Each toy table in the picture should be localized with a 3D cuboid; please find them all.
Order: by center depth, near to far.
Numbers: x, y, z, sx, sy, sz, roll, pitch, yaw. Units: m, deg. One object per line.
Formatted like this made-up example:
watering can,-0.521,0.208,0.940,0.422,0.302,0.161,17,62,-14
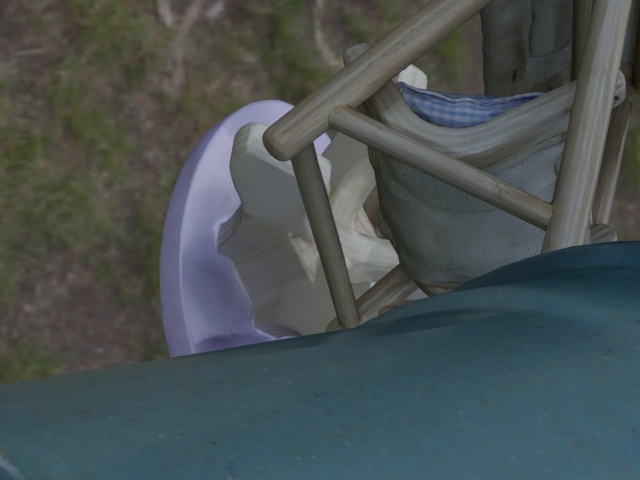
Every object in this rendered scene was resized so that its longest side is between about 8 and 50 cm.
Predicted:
toy table,0.000,0.000,1.210,0.252,0.161,0.274,16,62,-38

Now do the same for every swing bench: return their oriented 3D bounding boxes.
swing bench,0.119,-0.058,0.912,0.254,0.165,0.253,-56,160,-19

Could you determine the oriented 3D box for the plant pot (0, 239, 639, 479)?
plant pot,0.004,0.165,0.485,0.334,0.341,0.341,2,88,-48
